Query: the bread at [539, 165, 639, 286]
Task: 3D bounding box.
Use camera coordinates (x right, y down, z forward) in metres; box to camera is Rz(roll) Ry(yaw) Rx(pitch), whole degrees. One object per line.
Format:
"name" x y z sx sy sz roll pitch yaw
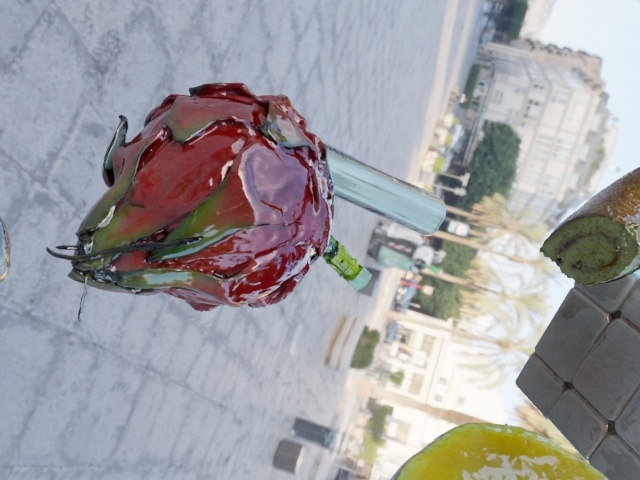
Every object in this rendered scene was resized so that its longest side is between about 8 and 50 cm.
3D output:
"bread" 0.378 -0.021 0.746 0.172 0.103 0.132 -28 167 -27

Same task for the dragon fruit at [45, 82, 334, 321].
"dragon fruit" -0.108 -0.019 0.567 0.293 0.234 0.233 -43 156 -30

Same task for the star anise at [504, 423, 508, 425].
"star anise" 0.299 0.354 0.939 0.141 0.042 0.140 -13 -105 56

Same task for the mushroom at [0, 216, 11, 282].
"mushroom" -0.505 0.013 0.913 0.123 0.052 0.123 2 90 -86

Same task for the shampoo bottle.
"shampoo bottle" 0.046 -0.113 1.056 0.078 0.360 0.134 -62 -155 15

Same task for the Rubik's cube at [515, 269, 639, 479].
"Rubik's cube" 0.607 0.240 1.059 0.318 0.322 0.316 -67 -151 21

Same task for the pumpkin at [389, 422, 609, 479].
"pumpkin" 0.206 0.358 0.640 0.332 0.333 0.199 -65 167 -45

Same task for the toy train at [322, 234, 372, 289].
"toy train" 0.000 0.000 1.131 0.053 0.250 0.085 -47 -148 -2
